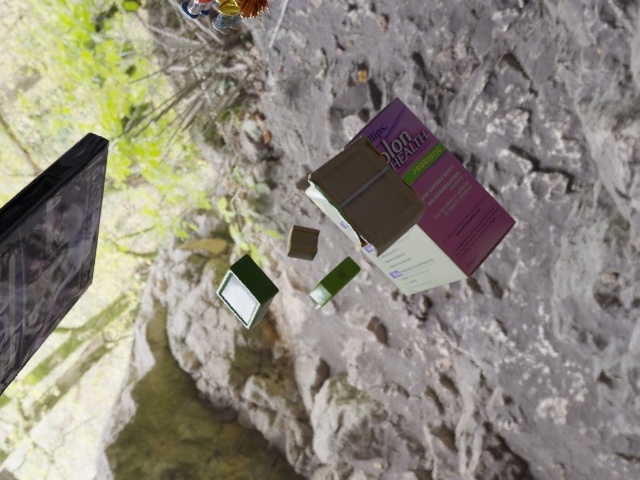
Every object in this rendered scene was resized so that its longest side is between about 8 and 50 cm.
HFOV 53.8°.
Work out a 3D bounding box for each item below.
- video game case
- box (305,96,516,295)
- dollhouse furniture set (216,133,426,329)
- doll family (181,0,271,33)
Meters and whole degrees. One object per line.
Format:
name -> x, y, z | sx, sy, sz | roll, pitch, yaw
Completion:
video game case -> -0.259, 0.055, 0.518 | 0.026, 0.274, 0.196 | 23, 130, -1
box -> 0.123, -0.053, 0.942 | 0.243, 0.117, 0.213 | 45, 161, -2
dollhouse furniture set -> 0.000, 0.000, 0.453 | 0.076, 0.151, 0.058 | 47, 154, 6
doll family -> -0.103, -0.441, 1.074 | 0.118, 0.263, 0.163 | 50, 150, -10
